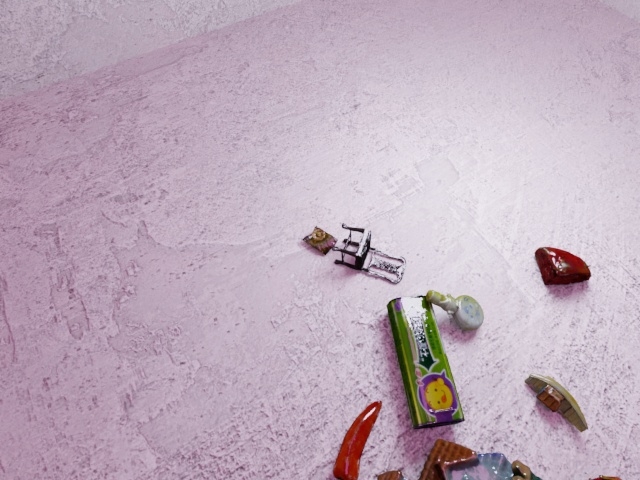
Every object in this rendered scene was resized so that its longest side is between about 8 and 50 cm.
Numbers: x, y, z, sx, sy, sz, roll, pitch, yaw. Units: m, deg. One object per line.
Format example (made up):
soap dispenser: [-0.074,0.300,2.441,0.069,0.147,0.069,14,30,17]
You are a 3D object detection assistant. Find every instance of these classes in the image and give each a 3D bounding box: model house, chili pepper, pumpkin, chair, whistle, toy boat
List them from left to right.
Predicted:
pumpkin: [0.000,0.002,1.348,0.101,0.035,0.073,37,77,17]
chili pepper: [0.087,0.522,1.012,0.063,0.071,0.272,-7,42,44]
chair: [0.163,0.042,1.280,0.229,0.113,0.106,16,62,14]
whistle: [0.391,0.197,1.175,0.198,0.057,0.104,22,53,-16]
model house: [0.297,0.576,0.883,0.329,0.252,0.295,28,63,23]
toy boat: [0.627,0.426,1.065,0.066,0.065,0.172,-28,56,-30]

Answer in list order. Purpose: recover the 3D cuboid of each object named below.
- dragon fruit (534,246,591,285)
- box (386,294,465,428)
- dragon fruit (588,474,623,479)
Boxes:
dragon fruit: [0.769,0.068,1.252,0.161,0.127,0.120,-2,66,0]
box: [0.281,0.326,1.111,0.134,0.097,0.345,-2,58,-11]
dragon fruit: [0.665,0.602,0.902,0.136,0.166,0.133,16,77,-23]
